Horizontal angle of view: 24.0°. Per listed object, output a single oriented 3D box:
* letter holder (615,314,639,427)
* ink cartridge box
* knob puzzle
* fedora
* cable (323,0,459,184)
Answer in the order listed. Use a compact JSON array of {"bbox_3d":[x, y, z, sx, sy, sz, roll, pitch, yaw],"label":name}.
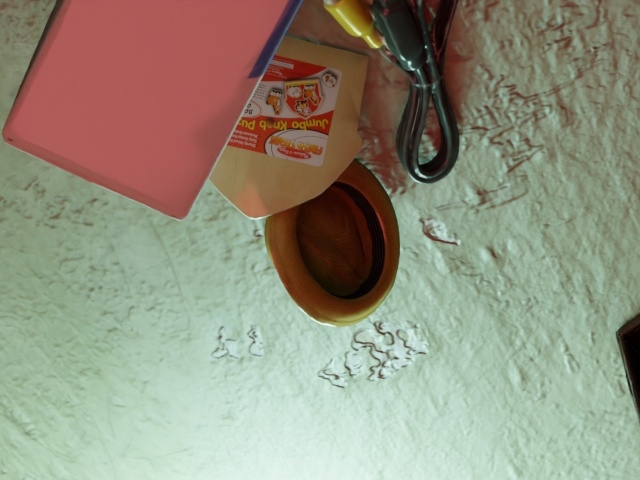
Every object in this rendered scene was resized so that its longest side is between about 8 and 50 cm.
[{"bbox_3d":[0.486,0.215,1.662,0.152,0.214,0.302,-36,112,22],"label":"letter holder"},{"bbox_3d":[-0.126,-0.227,1.301,0.166,0.395,0.285,25,106,-14],"label":"ink cartridge box"},{"bbox_3d":[-0.052,-0.115,1.552,0.213,0.030,0.213,1,82,-6],"label":"knob puzzle"},{"bbox_3d":[0.000,0.000,1.622,0.079,0.194,0.194,-2,130,50],"label":"fedora"},{"bbox_3d":[0.097,-0.195,1.546,0.139,0.072,0.287,-33,132,-9],"label":"cable"}]
